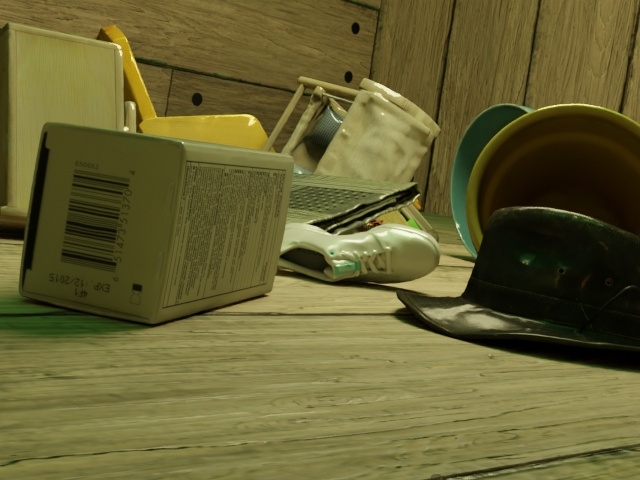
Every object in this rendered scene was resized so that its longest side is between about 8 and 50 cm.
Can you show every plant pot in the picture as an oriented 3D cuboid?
[{"bbox_3d":[0.398,-0.096,1.908,0.195,0.290,0.290,1,8,-30],"label":"plant pot"},{"bbox_3d":[0.323,-0.022,1.366,0.254,0.254,0.239,9,-10,13],"label":"plant pot"}]

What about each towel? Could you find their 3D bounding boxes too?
[{"bbox_3d":[-0.061,-0.041,1.558,0.324,0.056,0.312,7,18,40],"label":"towel"}]

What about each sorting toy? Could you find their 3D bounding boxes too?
[{"bbox_3d":[0.166,-0.061,2.141,0.047,0.196,0.348,-36,-5,11],"label":"sorting toy"}]

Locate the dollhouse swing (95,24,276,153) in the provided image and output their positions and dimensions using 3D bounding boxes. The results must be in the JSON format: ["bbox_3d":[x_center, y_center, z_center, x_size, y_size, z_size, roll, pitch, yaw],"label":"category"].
[{"bbox_3d":[-0.268,-0.243,2.043,0.315,0.304,0.347,-5,-5,-19],"label":"dollhouse swing"}]

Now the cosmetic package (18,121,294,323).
[{"bbox_3d":[-0.135,-0.020,0.964,0.129,0.153,0.296,10,4,15],"label":"cosmetic package"}]

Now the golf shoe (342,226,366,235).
[{"bbox_3d":[0.000,0.000,1.611,0.086,0.067,0.186,-31,30,-31],"label":"golf shoe"}]

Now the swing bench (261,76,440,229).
[{"bbox_3d":[0.029,-0.137,1.825,0.165,0.253,0.255,39,-16,-36],"label":"swing bench"}]

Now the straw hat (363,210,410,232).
[{"bbox_3d":[0.077,-0.005,1.685,0.144,0.144,0.061,5,-36,-40],"label":"straw hat"}]

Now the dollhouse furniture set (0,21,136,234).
[{"bbox_3d":[-0.426,-0.098,1.473,0.362,0.256,0.394,6,-16,-35],"label":"dollhouse furniture set"}]

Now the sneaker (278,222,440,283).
[{"bbox_3d":[0.041,0.025,1.300,0.212,0.080,0.094,2,15,6],"label":"sneaker"}]

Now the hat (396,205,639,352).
[{"bbox_3d":[0.249,0.035,1.083,0.331,0.133,0.331,8,5,-1],"label":"hat"}]
